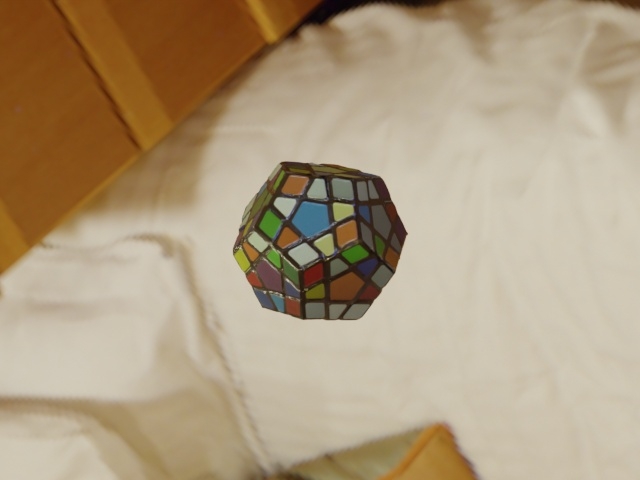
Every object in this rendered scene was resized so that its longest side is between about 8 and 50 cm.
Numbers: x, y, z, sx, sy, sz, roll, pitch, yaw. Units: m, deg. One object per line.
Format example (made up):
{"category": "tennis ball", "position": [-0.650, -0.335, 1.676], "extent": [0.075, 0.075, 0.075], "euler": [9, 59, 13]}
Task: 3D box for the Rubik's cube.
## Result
{"category": "Rubik's cube", "position": [0.000, 0.000, 1.185], "extent": [0.133, 0.133, 0.112], "euler": [34, 168, 16]}
